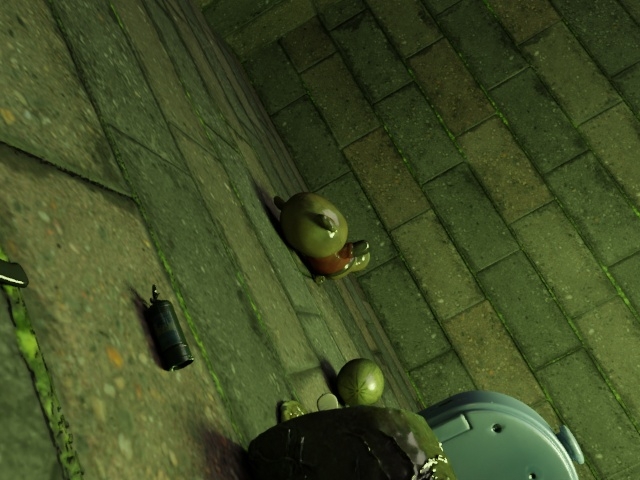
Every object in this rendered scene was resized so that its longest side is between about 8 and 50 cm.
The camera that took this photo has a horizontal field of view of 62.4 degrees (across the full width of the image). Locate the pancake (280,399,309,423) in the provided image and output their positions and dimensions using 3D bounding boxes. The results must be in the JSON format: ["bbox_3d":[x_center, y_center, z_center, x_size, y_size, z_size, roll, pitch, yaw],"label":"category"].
[{"bbox_3d":[-0.019,0.273,0.714,0.116,0.022,0.129,54,4,-43],"label":"pancake"}]

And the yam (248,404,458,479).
[{"bbox_3d":[0.067,0.314,0.507,0.202,0.201,0.271,52,17,-47],"label":"yam"}]

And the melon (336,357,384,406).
[{"bbox_3d":[0.079,0.287,1.061,0.098,0.098,0.130,62,12,9],"label":"melon"}]

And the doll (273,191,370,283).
[{"bbox_3d":[0.000,0.000,1.442,0.235,0.174,0.330,26,-20,39],"label":"doll"}]

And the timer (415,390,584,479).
[{"bbox_3d":[0.386,0.519,1.168,0.395,0.395,0.173,61,11,9],"label":"timer"}]

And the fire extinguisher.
[{"bbox_3d":[-0.150,0.086,0.517,0.083,0.025,0.038,63,-30,19],"label":"fire extinguisher"}]

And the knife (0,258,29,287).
[{"bbox_3d":[-0.238,-0.006,0.301,0.023,0.010,0.170,65,10,30],"label":"knife"}]

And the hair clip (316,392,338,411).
[{"bbox_3d":[0.037,0.339,0.763,0.072,0.034,0.226,99,-26,-57],"label":"hair clip"}]
